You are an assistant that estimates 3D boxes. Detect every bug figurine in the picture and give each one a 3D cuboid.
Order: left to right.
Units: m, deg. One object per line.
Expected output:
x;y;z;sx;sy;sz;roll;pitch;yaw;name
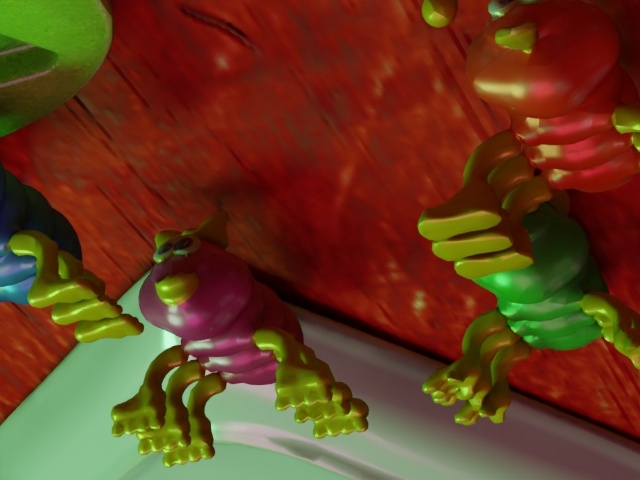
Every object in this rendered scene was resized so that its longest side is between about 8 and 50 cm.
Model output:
0.000;0.000;0.563;0.279;0.072;0.216;-11;151;17;bug figurine

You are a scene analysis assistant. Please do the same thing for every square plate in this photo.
0.011;0.152;0.839;0.347;0.049;0.344;24;146;-18;square plate

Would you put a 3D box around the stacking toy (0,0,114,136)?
-0.227;-0.077;0.545;0.280;0.130;0.309;-5;159;-24;stacking toy
